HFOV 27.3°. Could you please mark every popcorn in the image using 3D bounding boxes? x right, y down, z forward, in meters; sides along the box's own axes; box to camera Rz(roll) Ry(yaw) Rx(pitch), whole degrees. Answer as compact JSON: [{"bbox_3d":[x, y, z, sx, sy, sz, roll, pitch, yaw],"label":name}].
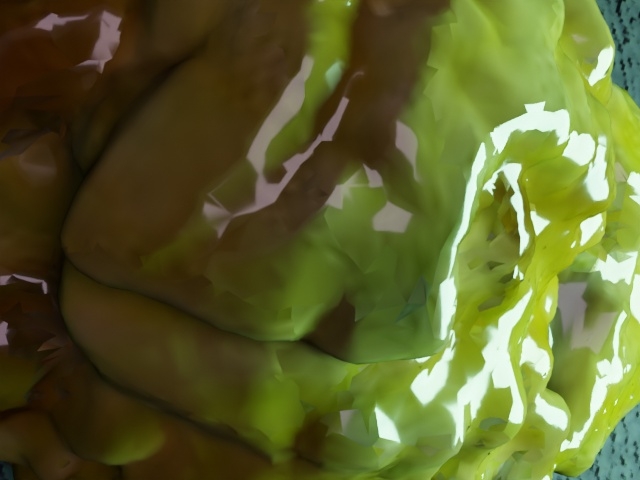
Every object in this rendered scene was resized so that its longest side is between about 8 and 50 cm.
[{"bbox_3d":[0.000,0.000,0.455,0.332,0.225,0.265,21,104,-39],"label":"popcorn"}]
